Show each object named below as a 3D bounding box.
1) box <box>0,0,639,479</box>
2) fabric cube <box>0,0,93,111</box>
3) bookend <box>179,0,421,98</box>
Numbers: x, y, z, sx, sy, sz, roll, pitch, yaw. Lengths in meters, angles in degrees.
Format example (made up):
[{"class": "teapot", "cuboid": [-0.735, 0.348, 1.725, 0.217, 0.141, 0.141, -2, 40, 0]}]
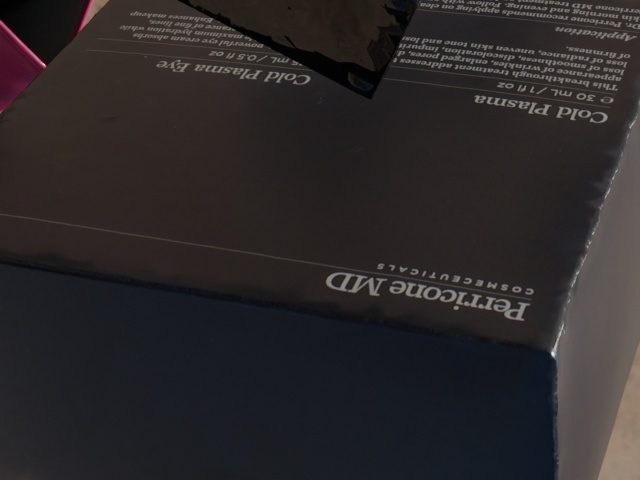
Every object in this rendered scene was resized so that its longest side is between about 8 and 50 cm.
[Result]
[{"class": "box", "cuboid": [0.000, 0.000, 0.787, 0.312, 0.343, 0.179, -58, 149, -47]}, {"class": "fabric cube", "cuboid": [-0.383, -0.250, 1.302, 0.258, 0.254, 0.259, -25, 125, 29]}, {"class": "bookend", "cuboid": [-0.010, -0.167, 0.581, 0.157, 0.156, 0.072, -63, 180, -28]}]
